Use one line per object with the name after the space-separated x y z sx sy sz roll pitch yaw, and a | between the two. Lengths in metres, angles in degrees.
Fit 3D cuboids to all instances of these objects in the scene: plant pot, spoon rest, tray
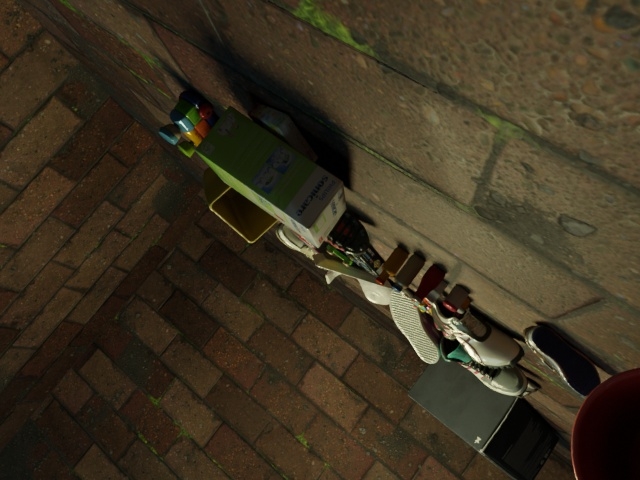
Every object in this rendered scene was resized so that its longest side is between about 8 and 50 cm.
0.546 0.343 0.675 0.243 0.275 0.275 32 178 -44 | plant pot
-0.221 -0.161 1.345 0.187 0.212 0.212 48 180 40 | plant pot
0.157 0.160 1.704 0.276 0.084 0.137 19 146 25 | spoon rest
0.108 0.095 1.550 0.270 0.030 0.145 18 -172 -10 | tray

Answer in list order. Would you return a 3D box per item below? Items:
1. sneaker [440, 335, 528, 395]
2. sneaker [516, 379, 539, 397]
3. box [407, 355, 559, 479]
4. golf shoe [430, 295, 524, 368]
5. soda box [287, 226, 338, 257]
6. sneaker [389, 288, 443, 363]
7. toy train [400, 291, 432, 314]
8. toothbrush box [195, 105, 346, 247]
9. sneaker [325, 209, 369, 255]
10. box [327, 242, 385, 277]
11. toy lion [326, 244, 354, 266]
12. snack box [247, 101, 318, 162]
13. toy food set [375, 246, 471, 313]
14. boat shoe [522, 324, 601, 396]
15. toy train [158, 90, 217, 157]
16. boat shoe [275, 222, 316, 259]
0.494 0.370 1.446 0.178 0.123 0.295 33 178 -38 | sneaker
0.678 0.499 1.519 0.061 0.065 0.158 34 171 24 | sneaker
0.758 0.828 2.158 0.472 0.297 0.480 41 172 -31 | box
0.395 0.238 1.201 0.273 0.105 0.120 28 160 48 | golf shoe
0.000 0.000 1.631 0.263 0.083 0.092 42 172 -30 | soda box
0.345 0.272 1.596 0.161 0.102 0.282 -27 -90 -55 | sneaker
0.321 0.180 1.394 0.125 0.046 0.166 42 168 -19 | toy train
-0.093 -0.125 0.970 0.283 0.122 0.206 34 174 10 | toothbrush box
0.032 -0.039 1.241 0.276 0.097 0.135 35 171 31 | sneaker
0.098 0.026 1.469 0.220 0.051 0.175 29 168 47 | box
0.061 0.045 1.455 0.100 0.034 0.096 36 178 12 | toy lion
-0.075 -0.215 0.947 0.100 0.037 0.141 31 170 37 | snack box
0.258 0.123 1.126 0.232 0.104 0.111 38 172 -1 | toy food set
0.495 0.241 0.942 0.183 0.066 0.066 48 176 0 | boat shoe
-0.343 -0.292 1.297 0.105 0.143 0.248 35 171 24 | toy train
-0.026 0.012 1.751 0.302 0.113 0.103 28 172 -24 | boat shoe
